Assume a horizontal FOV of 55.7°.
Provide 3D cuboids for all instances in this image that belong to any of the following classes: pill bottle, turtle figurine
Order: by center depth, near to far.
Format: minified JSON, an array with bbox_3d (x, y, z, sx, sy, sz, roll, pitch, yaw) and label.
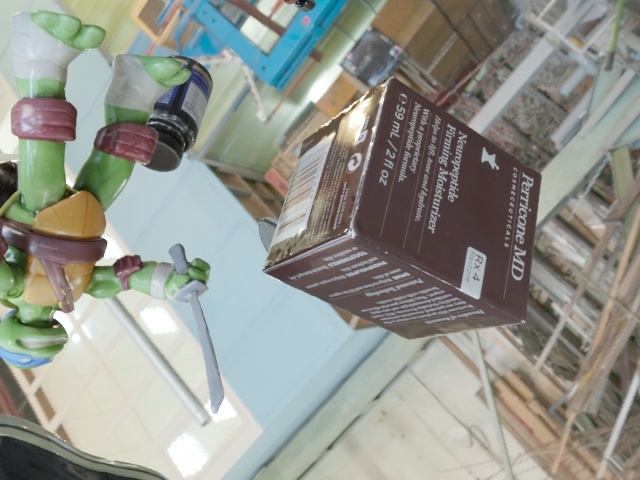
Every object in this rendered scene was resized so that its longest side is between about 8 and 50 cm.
[{"bbox_3d":[-0.160,-0.016,0.445,0.198,0.266,0.275,10,-179,-23],"label":"turtle figurine"},{"bbox_3d":[-0.292,-0.246,1.181,0.123,0.123,0.219,30,-128,-29],"label":"pill bottle"}]

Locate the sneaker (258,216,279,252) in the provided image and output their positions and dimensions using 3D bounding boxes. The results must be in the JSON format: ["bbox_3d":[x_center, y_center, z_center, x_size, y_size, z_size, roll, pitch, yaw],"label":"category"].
[{"bbox_3d":[0.000,0.002,1.193,0.226,0.086,0.163,32,-140,31],"label":"sneaker"}]

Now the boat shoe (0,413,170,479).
[{"bbox_3d":[-0.370,0.414,0.908,0.500,0.187,0.156,57,-167,-49],"label":"boat shoe"}]

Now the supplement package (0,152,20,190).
[{"bbox_3d":[-0.516,-0.027,0.874,0.293,0.177,0.175,7,-159,37],"label":"supplement package"}]

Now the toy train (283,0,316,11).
[{"bbox_3d":[-0.039,-0.284,0.680,0.036,0.027,0.158,68,-159,-1],"label":"toy train"}]

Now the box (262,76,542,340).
[{"bbox_3d":[0.082,-0.018,0.606,0.203,0.167,0.168,26,-116,-23],"label":"box"}]
